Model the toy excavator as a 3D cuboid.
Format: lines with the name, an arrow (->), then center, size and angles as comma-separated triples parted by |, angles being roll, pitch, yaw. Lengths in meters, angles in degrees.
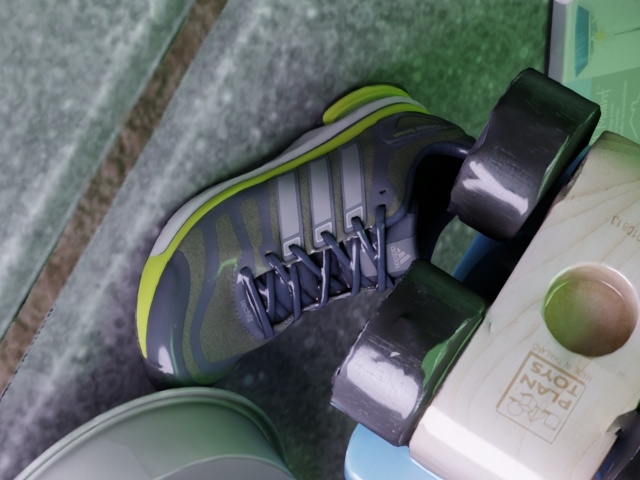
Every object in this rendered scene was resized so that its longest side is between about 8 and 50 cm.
toy excavator -> 0.123, 0.162, 1.314 | 0.433, 0.222, 0.445 | -57, 169, -14

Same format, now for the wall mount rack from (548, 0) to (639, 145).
wall mount rack -> 0.223, -0.115, 1.468 | 0.304, 0.130, 0.350 | -16, 115, -42

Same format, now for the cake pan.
cake pan -> -0.119, 0.231, 1.241 | 0.293, 0.054, 0.293 | -28, 136, -30

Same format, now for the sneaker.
sneaker -> 0.000, 0.000, 1.279 | 0.300, 0.121, 0.111 | -43, 131, -28
